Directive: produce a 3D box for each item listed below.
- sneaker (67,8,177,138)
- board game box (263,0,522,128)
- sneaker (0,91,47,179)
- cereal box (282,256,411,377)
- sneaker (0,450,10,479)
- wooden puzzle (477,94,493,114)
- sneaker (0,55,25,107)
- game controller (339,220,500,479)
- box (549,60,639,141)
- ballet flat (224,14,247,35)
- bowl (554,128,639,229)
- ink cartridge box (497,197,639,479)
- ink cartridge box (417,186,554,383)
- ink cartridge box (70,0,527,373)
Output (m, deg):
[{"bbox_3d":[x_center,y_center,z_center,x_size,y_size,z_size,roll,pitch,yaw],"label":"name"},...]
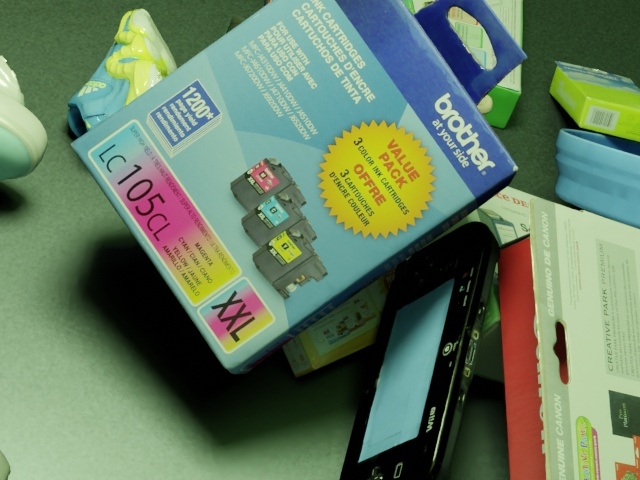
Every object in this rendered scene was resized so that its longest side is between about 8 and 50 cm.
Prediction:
[{"bbox_3d":[-0.226,-0.178,1.925,0.126,0.091,0.240,-27,23,4],"label":"sneaker"},{"bbox_3d":[0.090,-0.278,2.151,0.316,0.064,0.242,15,46,-7],"label":"board game box"},{"bbox_3d":[-0.462,-0.088,1.743,0.366,0.135,0.150,9,54,-1],"label":"sneaker"},{"bbox_3d":[0.000,0.000,1.810,0.173,0.047,0.240,-21,86,-34],"label":"cereal box"},{"bbox_3d":[-0.312,0.296,1.482,0.115,0.105,0.281,41,38,-24],"label":"sneaker"},{"bbox_3d":[0.033,-0.161,1.902,0.238,0.221,0.044,2,91,-45],"label":"wooden puzzle"},{"bbox_3d":[-0.419,-0.192,1.884,0.235,0.090,0.095,35,60,17],"label":"sneaker"},{"bbox_3d":[0.093,0.130,1.680,0.067,0.166,0.319,24,57,-14],"label":"game controller"},{"bbox_3d":[0.346,-0.167,2.121,0.109,0.042,0.178,13,18,-10],"label":"box"},{"bbox_3d":[0.025,-0.226,1.995,0.280,0.095,0.096,0,76,-8],"label":"ballet flat"},{"bbox_3d":[0.443,-0.037,1.916,0.391,0.077,0.391,14,8,-2],"label":"bowl"},{"bbox_3d":[0.264,0.143,1.673,0.272,0.130,0.309,17,61,-34],"label":"ink cartridge box"},{"bbox_3d":[0.193,0.043,1.852,0.154,0.093,0.212,18,40,-32],"label":"ink cartridge box"},{"bbox_3d":[0.005,-0.093,1.674,0.395,0.151,0.270,-35,87,0],"label":"ink cartridge box"}]
